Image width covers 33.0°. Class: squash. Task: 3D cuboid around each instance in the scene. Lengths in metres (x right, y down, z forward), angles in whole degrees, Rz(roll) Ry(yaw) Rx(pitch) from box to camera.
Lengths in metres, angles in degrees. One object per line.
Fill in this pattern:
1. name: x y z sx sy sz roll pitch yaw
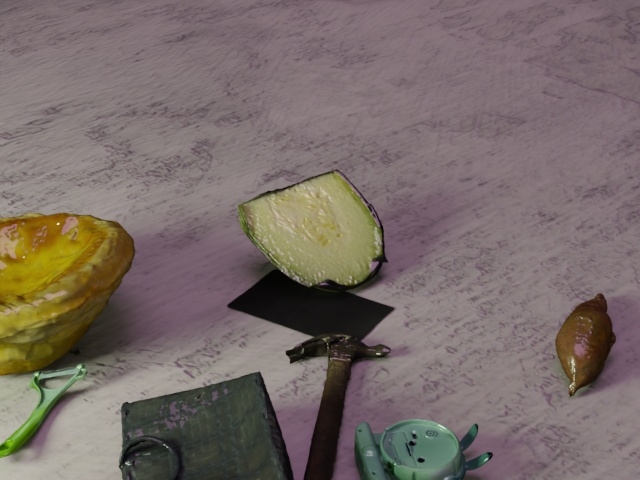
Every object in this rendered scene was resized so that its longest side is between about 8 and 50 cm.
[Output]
1. squash: -0.008 0.011 1.496 0.192 0.085 0.184 -21 64 -29

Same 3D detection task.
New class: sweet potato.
1. sweet potato: 0.327 0.105 1.314 0.068 0.068 0.226 10 30 18

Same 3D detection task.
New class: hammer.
1. hammer: 0.010 0.194 1.195 0.125 0.027 0.297 3 30 5

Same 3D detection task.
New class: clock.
1. clock: 0.105 0.225 1.120 0.135 0.041 0.101 -6 30 -10

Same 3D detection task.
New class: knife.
1. knife: -0.316 0.192 1.197 0.078 0.022 0.166 -17 24 21

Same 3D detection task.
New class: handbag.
1. handbag: -0.117 0.235 1.073 0.175 0.088 0.270 -14 33 -4

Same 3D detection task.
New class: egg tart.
1. egg tart: -0.373 0.070 1.314 0.319 0.128 0.319 -5 25 2

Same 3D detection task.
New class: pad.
1. pad: -0.014 0.087 1.411 0.193 0.004 0.116 16 32 29
